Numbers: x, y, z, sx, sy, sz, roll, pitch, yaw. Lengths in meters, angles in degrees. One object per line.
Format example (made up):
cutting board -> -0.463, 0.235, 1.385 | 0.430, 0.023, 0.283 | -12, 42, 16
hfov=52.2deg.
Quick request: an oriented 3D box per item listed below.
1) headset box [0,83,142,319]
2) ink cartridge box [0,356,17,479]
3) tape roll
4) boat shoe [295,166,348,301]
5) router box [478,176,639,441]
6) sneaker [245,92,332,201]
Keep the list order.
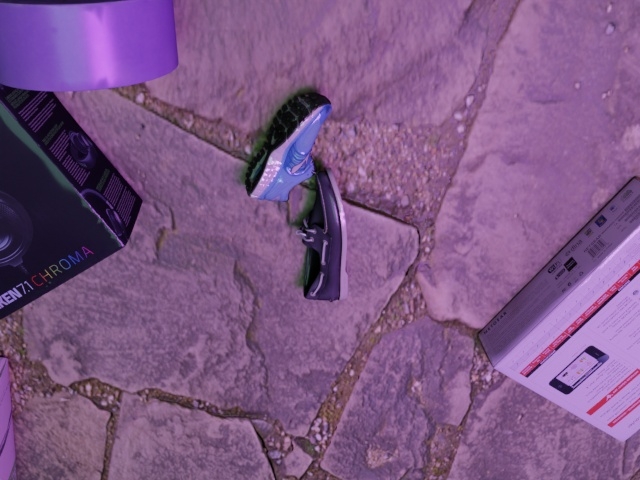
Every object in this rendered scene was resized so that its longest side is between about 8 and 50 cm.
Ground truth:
headset box -> -0.403, -0.069, 0.770 | 0.247, 0.131, 0.283 | -28, 117, 9
ink cartridge box -> -0.572, 0.302, 0.968 | 0.199, 0.114, 0.272 | 6, 118, -10
tape roll -> -0.244, -0.217, 0.671 | 0.189, 0.189, 0.080 | -2, 120, -4
boat shoe -> 0.000, 0.000, 0.882 | 0.065, 0.075, 0.206 | -8, 124, -5
router box -> 0.465, 0.121, 0.990 | 0.301, 0.082, 0.335 | 31, 111, -21
sneaker -> -0.031, -0.115, 0.833 | 0.073, 0.063, 0.162 | 18, 123, -31
